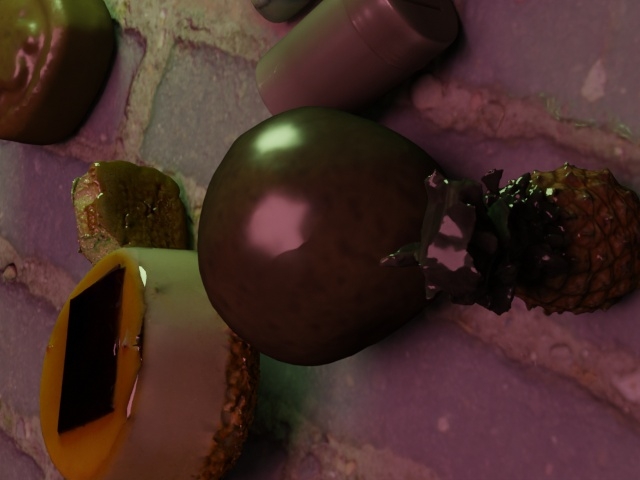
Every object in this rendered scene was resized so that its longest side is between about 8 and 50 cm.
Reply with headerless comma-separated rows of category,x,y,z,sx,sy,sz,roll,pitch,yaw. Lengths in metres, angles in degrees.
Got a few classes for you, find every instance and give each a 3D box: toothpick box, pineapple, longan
toothpick box,0.034,-0.185,1.108,0.180,0.111,0.111,-35,62,37
pineapple,0.154,-0.003,0.879,0.128,0.248,0.128,-2,87,42
longan,0.000,0.000,1.055,0.246,0.215,0.246,21,123,38

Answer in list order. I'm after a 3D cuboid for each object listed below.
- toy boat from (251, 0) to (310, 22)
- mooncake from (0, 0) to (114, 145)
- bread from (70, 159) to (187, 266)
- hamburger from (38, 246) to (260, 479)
toy boat,-0.006,-0.394,1.188,0.215,0.123,0.330,51,131,30
mooncake,-0.372,-0.248,1.503,0.234,0.117,0.235,-9,77,45
bread,-0.220,-0.021,1.321,0.069,0.128,0.140,-26,67,44
hamburger,-0.169,0.142,1.208,0.294,0.179,0.276,-32,52,46
